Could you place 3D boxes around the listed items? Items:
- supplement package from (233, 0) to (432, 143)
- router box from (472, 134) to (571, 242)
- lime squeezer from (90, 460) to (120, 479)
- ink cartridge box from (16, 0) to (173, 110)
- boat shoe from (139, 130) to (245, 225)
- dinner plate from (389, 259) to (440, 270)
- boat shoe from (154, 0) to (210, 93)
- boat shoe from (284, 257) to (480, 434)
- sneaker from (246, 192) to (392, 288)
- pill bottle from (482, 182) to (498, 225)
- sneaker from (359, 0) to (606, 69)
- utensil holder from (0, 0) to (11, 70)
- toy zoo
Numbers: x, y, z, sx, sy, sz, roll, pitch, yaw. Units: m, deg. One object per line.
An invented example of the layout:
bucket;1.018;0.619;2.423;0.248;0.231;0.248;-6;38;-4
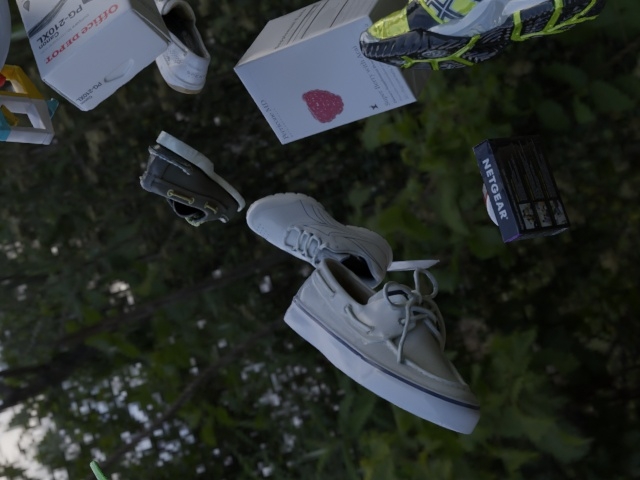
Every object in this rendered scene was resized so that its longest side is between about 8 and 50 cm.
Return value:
supplement package;0.032;-0.317;1.978;0.177;0.293;0.175;56;-141;-25
router box;0.351;-0.093;1.962;0.133;0.046;0.179;-7;-106;-36
lime squeezer;-0.358;0.494;2.112;0.310;0.059;0.110;36;-173;31
ink cartridge box;-0.339;-0.334;1.654;0.100;0.172;0.237;38;-160;-51
boat shoe;-0.203;-0.079;1.777;0.109;0.091;0.305;29;173;17
dinner plate;0.187;0.054;2.424;0.141;0.141;0.017;13;-109;-79
boat shoe;-0.260;-0.383;1.957;0.098;0.096;0.277;-8;-123;-44
boat shoe;0.096;0.107;1.447;0.135;0.156;0.367;23;-174;-35
sneaker;0.000;0.000;2.129;0.129;0.297;0.111;-80;11;-68
pill bottle;0.396;-0.096;2.324;0.221;0.121;0.121;-69;-39;-77
sneaker;0.223;-0.346;1.623;0.145;0.384;0.147;3;-103;-54
utensil holder;-0.690;-0.274;1.673;0.327;0.385;0.328;15;-115;-36
toy zoo;-0.610;-0.256;2.051;0.293;0.030;0.192;0;-133;-45
